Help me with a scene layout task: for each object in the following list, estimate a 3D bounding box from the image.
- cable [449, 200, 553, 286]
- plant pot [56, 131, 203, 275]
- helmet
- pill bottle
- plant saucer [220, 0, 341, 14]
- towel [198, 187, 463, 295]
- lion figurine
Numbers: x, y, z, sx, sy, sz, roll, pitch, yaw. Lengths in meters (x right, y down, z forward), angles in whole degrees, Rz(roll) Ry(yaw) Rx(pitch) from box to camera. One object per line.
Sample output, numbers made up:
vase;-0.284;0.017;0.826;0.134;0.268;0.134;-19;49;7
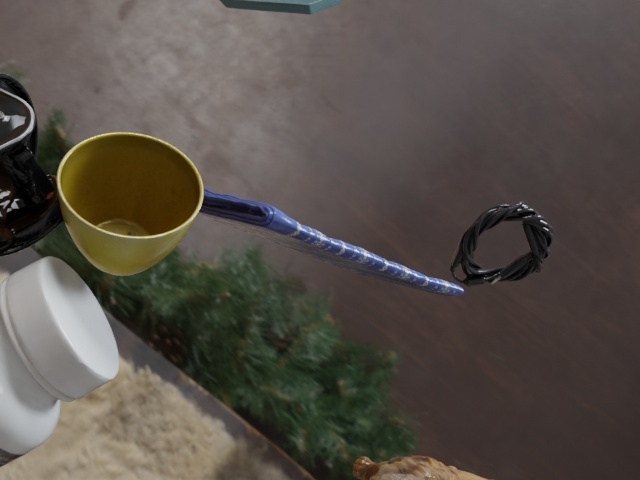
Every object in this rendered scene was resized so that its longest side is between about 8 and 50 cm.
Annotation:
cable;0.286;0.010;1.887;0.150;0.047;0.184;7;137;-10
plant pot;-0.184;-0.022;1.157;0.134;0.134;0.095;-1;139;-18
helmet;-0.329;-0.076;1.166;0.169;0.161;0.169;-29;138;-30
pill bottle;-0.357;0.144;1.142;0.318;0.176;0.176;-28;107;7
plant saucer;-0.052;-0.316;1.609;0.067;0.192;0.018;-27;117;-34
towel;0.000;0.000;1.651;0.336;0.243;0.040;21;86;-34
lion figurine;0.199;0.367;1.693;0.392;0.240;0.142;6;80;-34
